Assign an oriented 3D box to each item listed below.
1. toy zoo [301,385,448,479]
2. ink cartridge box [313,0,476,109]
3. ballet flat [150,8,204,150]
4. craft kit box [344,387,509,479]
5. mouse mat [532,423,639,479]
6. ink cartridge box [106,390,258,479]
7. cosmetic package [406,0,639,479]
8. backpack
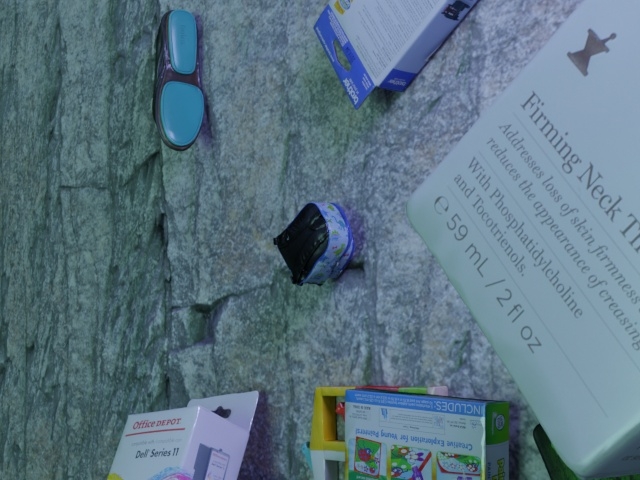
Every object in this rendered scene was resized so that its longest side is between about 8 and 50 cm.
[{"bbox_3d":[0.071,0.307,1.545,0.293,0.030,0.192,-8,81,48],"label":"toy zoo"},{"bbox_3d":[0.120,-0.350,1.512,0.311,0.065,0.186,-48,54,33],"label":"ink cartridge box"},{"bbox_3d":[-0.262,-0.280,1.937,0.096,0.095,0.280,-28,56,55],"label":"ballet flat"},{"bbox_3d":[0.135,0.326,1.408,0.250,0.061,0.247,-2,84,46],"label":"craft kit box"},{"bbox_3d":[0.336,0.281,1.259,0.152,0.007,0.190,-41,57,40],"label":"mouse mat"},{"bbox_3d":[-0.241,0.386,1.700,0.207,0.119,0.353,-16,49,44],"label":"ink cartridge box"},{"bbox_3d":[0.364,-0.031,0.983,0.394,0.327,0.329,-50,52,28],"label":"cosmetic package"},{"bbox_3d":[0.000,0.000,1.608,0.114,0.084,0.105,-54,49,37],"label":"backpack"}]
